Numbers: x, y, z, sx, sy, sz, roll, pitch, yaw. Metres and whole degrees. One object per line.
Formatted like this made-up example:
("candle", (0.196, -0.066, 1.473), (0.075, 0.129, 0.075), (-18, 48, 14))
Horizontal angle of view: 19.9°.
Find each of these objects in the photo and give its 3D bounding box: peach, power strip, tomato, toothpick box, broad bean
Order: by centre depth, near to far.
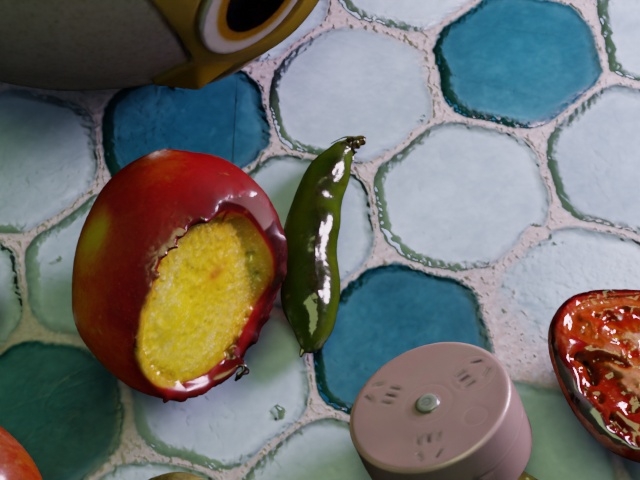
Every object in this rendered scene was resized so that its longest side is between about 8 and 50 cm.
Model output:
("power strip", (0.106, 0.168, 1.599), (0.154, 0.078, 0.154), (-16, 40, 13))
("tomato", (0.286, 0.133, 1.634), (0.166, 0.082, 0.174), (1, 56, 0))
("peach", (-0.128, 0.034, 1.659), (0.196, 0.190, 0.226), (0, 53, -7))
("broad bean", (-0.004, -0.001, 1.753), (0.065, 0.046, 0.255), (12, 60, -4))
("toothpick box", (-0.181, -0.340, 1.759), (0.425, 0.409, 0.409), (-5, 60, -5))

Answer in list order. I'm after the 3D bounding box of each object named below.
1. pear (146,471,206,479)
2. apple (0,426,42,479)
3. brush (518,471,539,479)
("pear", (-0.143, 0.278, 1.547), (0.167, 0.136, 0.167), (-2, 55, 3))
("apple", (-0.337, 0.239, 1.571), (0.209, 0.164, 0.209), (-6, 65, 13))
("brush", (0.228, 0.291, 1.569), (0.233, 0.047, 0.103), (29, 66, 17))
